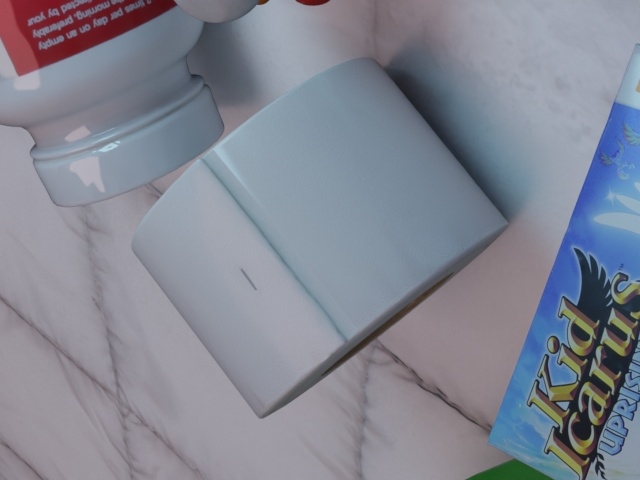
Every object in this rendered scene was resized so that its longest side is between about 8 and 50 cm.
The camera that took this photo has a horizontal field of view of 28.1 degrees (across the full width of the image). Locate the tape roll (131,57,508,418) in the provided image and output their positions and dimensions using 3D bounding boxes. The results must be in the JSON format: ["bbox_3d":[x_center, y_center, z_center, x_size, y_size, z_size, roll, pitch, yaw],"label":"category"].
[{"bbox_3d":[0.000,0.000,0.992,0.169,0.246,0.246,52,149,6],"label":"tape roll"}]

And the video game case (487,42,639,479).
[{"bbox_3d":[0.246,0.047,0.730,0.244,0.061,0.269,26,100,41],"label":"video game case"}]

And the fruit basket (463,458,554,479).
[{"bbox_3d":[0.221,0.392,1.064,0.392,0.283,0.392,47,146,47],"label":"fruit basket"}]

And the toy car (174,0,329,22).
[{"bbox_3d":[-0.019,-0.230,0.925,0.136,0.159,0.182,28,156,-22],"label":"toy car"}]

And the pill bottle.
[{"bbox_3d":[-0.240,-0.247,1.108,0.229,0.229,0.407,3,121,53],"label":"pill bottle"}]
